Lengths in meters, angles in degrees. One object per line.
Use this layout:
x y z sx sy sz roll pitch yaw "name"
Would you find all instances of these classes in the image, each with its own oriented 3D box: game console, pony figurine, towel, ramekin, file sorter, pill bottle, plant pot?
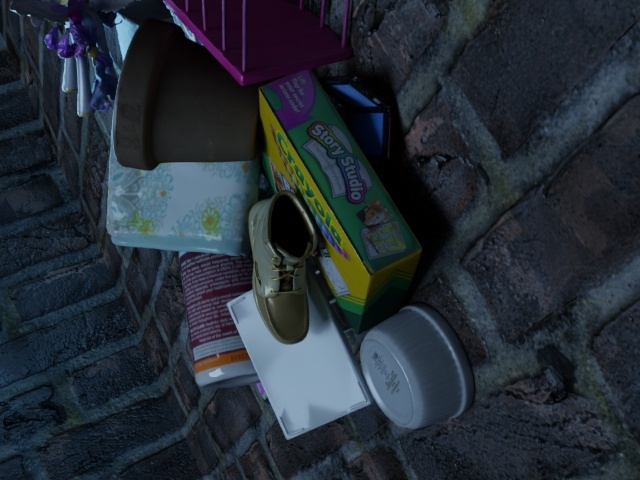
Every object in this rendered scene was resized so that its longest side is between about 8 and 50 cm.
0.050 -0.195 1.567 0.124 0.085 0.144 33 171 -27 "game console"
-0.505 -0.461 2.093 0.351 0.303 0.363 -132 34 -55 "pony figurine"
-0.268 -0.138 1.908 0.375 0.090 0.320 5 91 36 "towel"
0.156 0.220 1.673 0.207 0.109 0.207 48 150 40 "ramekin"
-0.102 -0.417 1.578 0.290 0.202 0.182 49 147 38 "file sorter"
-0.005 0.195 1.857 0.193 0.173 0.277 -29 81 27 "file sorter"
-0.175 0.098 2.063 0.224 0.224 0.392 140 123 -66 "pill bottle"
-0.210 -0.233 1.700 0.263 0.229 0.263 13 -90 -86 "plant pot"

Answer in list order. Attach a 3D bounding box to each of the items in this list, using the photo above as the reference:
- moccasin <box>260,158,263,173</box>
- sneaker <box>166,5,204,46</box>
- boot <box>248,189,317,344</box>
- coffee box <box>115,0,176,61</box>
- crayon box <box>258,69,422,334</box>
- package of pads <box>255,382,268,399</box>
-0.239 -0.157 2.036 0.342 0.137 0.117 5 154 35 "moccasin"
-0.223 -0.410 1.931 0.147 0.130 0.330 -12 98 69 "sneaker"
-0.056 0.049 1.659 0.203 0.095 0.261 163 99 -76 "boot"
-0.373 -0.391 2.282 0.168 0.119 0.297 38 142 49 "coffee box"
0.022 -0.057 1.650 0.363 0.106 0.313 59 169 18 "crayon box"
-0.128 0.213 2.293 0.229 0.101 0.296 59 154 21 "package of pads"
